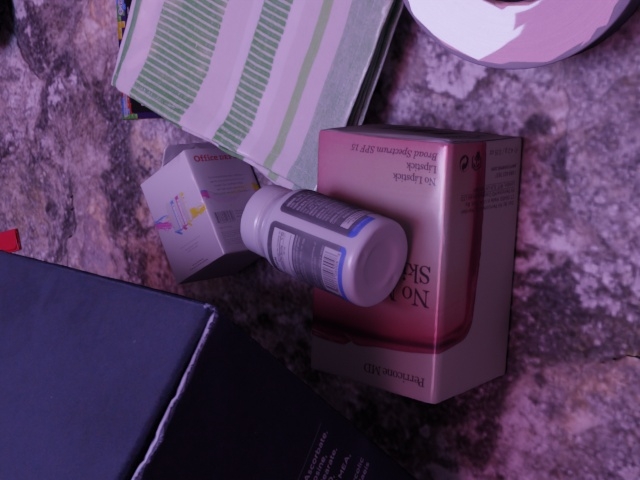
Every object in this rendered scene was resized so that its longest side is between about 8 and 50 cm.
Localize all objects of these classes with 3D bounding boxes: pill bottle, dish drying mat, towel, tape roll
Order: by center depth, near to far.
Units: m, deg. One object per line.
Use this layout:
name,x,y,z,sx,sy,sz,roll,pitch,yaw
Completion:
tape roll,0.168,-0.254,0.839,0.219,0.072,0.219,7,106,26
pill bottle,0.000,0.000,0.881,0.137,0.078,0.078,22,111,38
towel,-0.080,-0.205,1.052,0.324,0.038,0.248,32,114,29
dish drying mat,-0.464,0.004,1.480,0.083,0.008,0.032,-11,89,40

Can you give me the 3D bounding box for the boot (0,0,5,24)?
boot,-0.566,-0.412,1.415,0.260,0.131,0.348,-5,105,47

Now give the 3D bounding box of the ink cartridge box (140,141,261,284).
ink cartridge box,-0.126,-0.038,1.137,0.090,0.092,0.143,-31,75,39

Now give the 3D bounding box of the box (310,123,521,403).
box,0.086,0.013,0.945,0.148,0.126,0.232,10,103,38

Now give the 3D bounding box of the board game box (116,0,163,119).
board game box,-0.171,-0.225,1.174,0.141,0.048,0.170,5,100,37

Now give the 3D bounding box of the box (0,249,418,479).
box,-0.197,0.248,0.954,0.479,0.472,0.297,10,66,38
